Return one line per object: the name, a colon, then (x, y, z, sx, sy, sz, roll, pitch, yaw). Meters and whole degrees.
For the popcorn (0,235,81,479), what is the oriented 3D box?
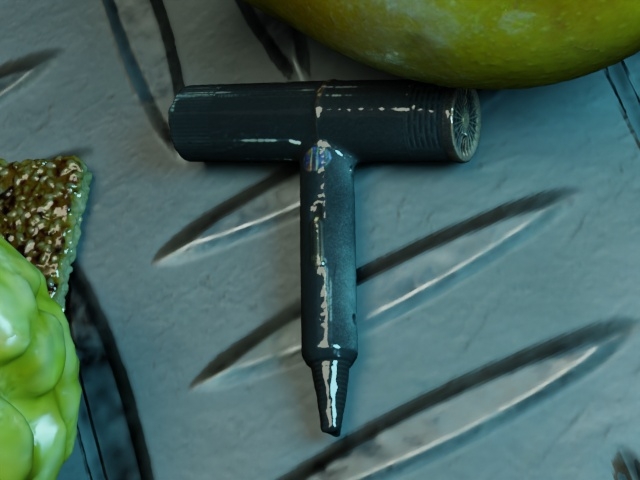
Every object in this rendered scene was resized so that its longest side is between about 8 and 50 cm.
popcorn: (-0.263, 0.088, 0.831, 0.258, 0.270, 0.224, 126, 140, -51)

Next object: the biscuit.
biscuit: (-0.248, 0.011, 0.984, 0.231, 0.025, 0.131, -3, 65, 25)

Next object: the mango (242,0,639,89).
mango: (0.055, -0.161, 0.841, 0.316, 0.146, 0.193, 7, 38, 38)

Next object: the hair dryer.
hair dryer: (-0.014, 0.005, 0.863, 0.173, 0.050, 0.194, 2, 70, 29)
